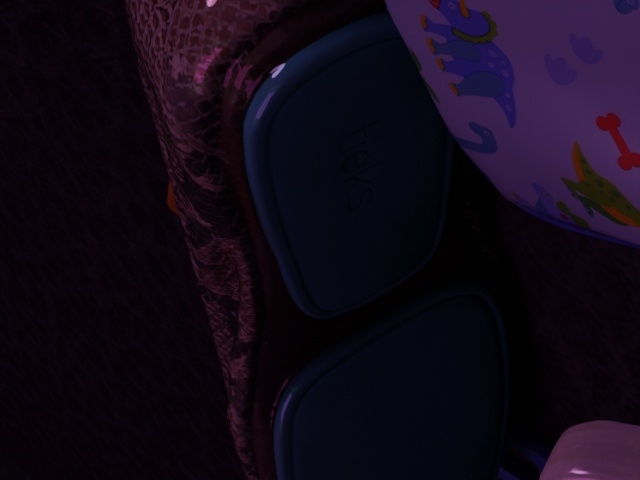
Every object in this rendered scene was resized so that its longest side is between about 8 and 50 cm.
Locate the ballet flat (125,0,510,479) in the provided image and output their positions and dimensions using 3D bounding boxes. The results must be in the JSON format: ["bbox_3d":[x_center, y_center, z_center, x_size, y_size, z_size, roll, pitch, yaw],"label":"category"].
[{"bbox_3d":[0.000,0.000,0.780,0.182,0.164,0.483,55,166,36],"label":"ballet flat"}]

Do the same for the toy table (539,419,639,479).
[{"bbox_3d":[0.212,0.126,0.488,0.274,0.252,0.161,48,144,1],"label":"toy table"}]

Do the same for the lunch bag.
[{"bbox_3d":[0.096,-0.094,0.497,0.176,0.090,0.219,16,143,54],"label":"lunch bag"}]

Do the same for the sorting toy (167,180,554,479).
[{"bbox_3d":[0.011,0.083,1.016,0.347,0.047,0.196,38,157,22],"label":"sorting toy"}]
